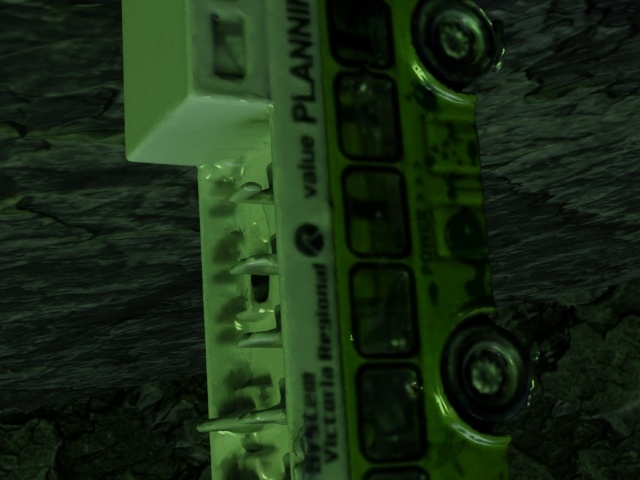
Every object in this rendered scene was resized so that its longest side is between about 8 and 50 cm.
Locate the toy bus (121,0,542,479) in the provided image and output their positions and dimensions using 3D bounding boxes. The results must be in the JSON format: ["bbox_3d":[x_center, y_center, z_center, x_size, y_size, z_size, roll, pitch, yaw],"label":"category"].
[{"bbox_3d":[0.000,0.000,0.459,0.139,0.302,0.113,1,167,-25],"label":"toy bus"}]
